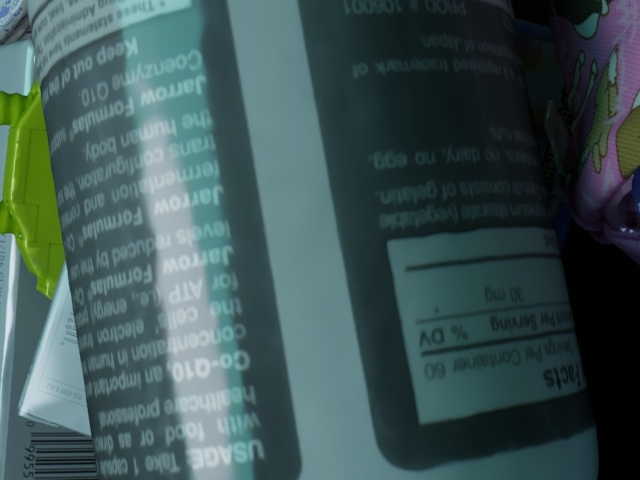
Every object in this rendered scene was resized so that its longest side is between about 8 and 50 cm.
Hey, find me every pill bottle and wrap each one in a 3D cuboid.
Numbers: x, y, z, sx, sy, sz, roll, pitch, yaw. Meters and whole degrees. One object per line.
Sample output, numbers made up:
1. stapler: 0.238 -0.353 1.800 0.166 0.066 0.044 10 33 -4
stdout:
1. pill bottle: 0.000 0.028 0.533 0.204 0.204 0.361 -19 78 54

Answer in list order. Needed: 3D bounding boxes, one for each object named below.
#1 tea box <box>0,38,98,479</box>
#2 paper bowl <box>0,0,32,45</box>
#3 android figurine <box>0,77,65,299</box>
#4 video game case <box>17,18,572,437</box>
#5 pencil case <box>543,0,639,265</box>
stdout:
1. tea box: -0.171 0.040 0.942 0.323 0.220 0.329 3 88 60
2. paper bowl: -0.258 -0.252 1.136 0.284 0.148 0.284 -16 63 34
3. android figurine: -0.070 -0.033 0.763 0.056 0.272 0.248 -168 82 -71
4. video game case: 0.000 0.000 0.670 0.244 0.061 0.270 17 88 13
5. pencil case: 0.154 -0.181 0.551 0.160 0.167 0.386 117 147 -67
